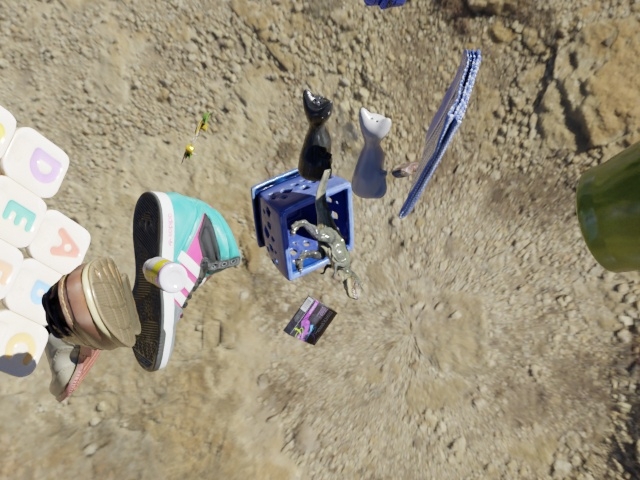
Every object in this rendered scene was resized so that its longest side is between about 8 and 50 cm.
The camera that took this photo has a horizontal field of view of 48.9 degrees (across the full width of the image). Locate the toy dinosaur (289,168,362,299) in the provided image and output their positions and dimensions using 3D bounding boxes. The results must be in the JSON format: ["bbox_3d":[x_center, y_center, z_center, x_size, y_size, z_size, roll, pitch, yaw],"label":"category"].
[{"bbox_3d":[0.000,0.000,1.416,0.118,0.064,0.268,-16,88,-17],"label":"toy dinosaur"}]

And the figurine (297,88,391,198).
[{"bbox_3d":[0.054,-0.209,1.500,0.214,0.210,0.092,20,49,18],"label":"figurine"}]

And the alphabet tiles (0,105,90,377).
[{"bbox_3d":[-0.336,0.008,0.640,0.021,0.278,0.284,2,64,31],"label":"alphabet tiles"}]

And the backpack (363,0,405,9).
[{"bbox_3d":[0.159,-0.632,1.749,0.120,0.098,0.101,-13,69,-19],"label":"backpack"}]

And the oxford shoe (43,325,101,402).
[{"bbox_3d":[-0.649,0.272,1.817,0.146,0.141,0.397,30,125,-6],"label":"oxford shoe"}]

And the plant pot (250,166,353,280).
[{"bbox_3d":[-0.061,-0.067,1.940,0.235,0.236,0.212,-25,41,-27],"label":"plant pot"}]

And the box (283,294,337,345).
[{"bbox_3d":[-0.024,0.218,1.900,0.029,0.162,0.116,35,90,29],"label":"box"}]

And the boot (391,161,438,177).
[{"bbox_3d":[0.256,-0.192,1.905,0.106,0.114,0.037,-3,102,22],"label":"boot"}]

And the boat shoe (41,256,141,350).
[{"bbox_3d":[-0.169,0.052,0.509,0.060,0.178,0.064,-14,86,-12],"label":"boat shoe"}]

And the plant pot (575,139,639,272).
[{"bbox_3d":[0.729,-0.081,1.412,0.352,0.366,0.367,-18,77,48],"label":"plant pot"}]

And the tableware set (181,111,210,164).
[{"bbox_3d":[-0.333,-0.278,1.908,0.024,0.104,0.154,23,43,-5],"label":"tableware set"}]

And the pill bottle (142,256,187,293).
[{"bbox_3d":[-0.228,0.048,1.019,0.043,0.083,0.044,-7,102,-34],"label":"pill bottle"}]

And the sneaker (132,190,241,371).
[{"bbox_3d":[-0.221,0.063,1.173,0.123,0.178,0.296,18,106,42],"label":"sneaker"}]

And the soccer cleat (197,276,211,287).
[{"bbox_3d":[-0.339,0.076,1.770,0.116,0.318,0.109,-38,99,-32],"label":"soccer cleat"}]

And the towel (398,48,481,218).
[{"bbox_3d":[0.234,-0.220,1.389,0.040,0.336,0.243,25,129,2],"label":"towel"}]
